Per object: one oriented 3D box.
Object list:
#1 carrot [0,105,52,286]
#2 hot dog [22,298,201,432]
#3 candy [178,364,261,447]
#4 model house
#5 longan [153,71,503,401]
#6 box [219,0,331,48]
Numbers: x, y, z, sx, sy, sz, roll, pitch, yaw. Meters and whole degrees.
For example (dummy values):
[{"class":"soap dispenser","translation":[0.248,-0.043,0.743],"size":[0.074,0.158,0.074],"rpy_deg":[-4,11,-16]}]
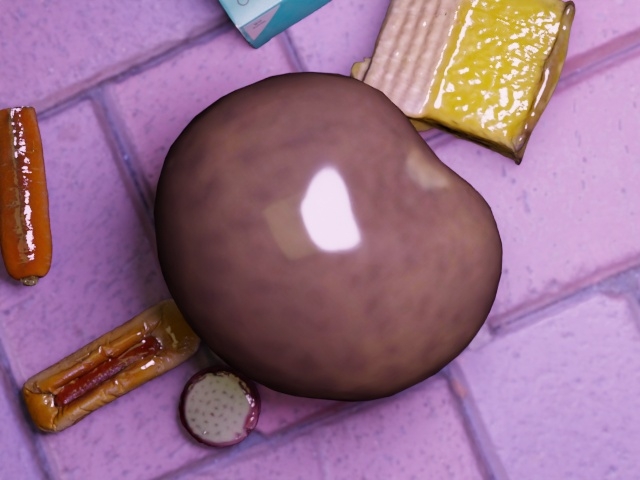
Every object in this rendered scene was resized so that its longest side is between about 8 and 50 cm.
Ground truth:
[{"class":"carrot","translation":[-0.373,-0.053,1.874],"size":[0.067,0.067,0.225],"rpy_deg":[-5,87,7]},{"class":"hot dog","translation":[-0.263,0.159,1.854],"size":[0.242,0.073,0.084],"rpy_deg":[-29,91,6]},{"class":"candy","translation":[-0.125,0.206,1.850],"size":[0.103,0.043,0.103],"rpy_deg":[0,89,7]},{"class":"model house","translation":[0.163,-0.216,1.754],"size":[0.234,0.175,0.193],"rpy_deg":[19,92,4]},{"class":"longan","translation":[0.000,0.000,1.688],"size":[0.404,0.336,0.404],"rpy_deg":[12,123,19]},{"class":"box","translation":[-0.086,-0.421,1.817],"size":[0.205,0.118,0.311],"rpy_deg":[-32,85,7]}]
